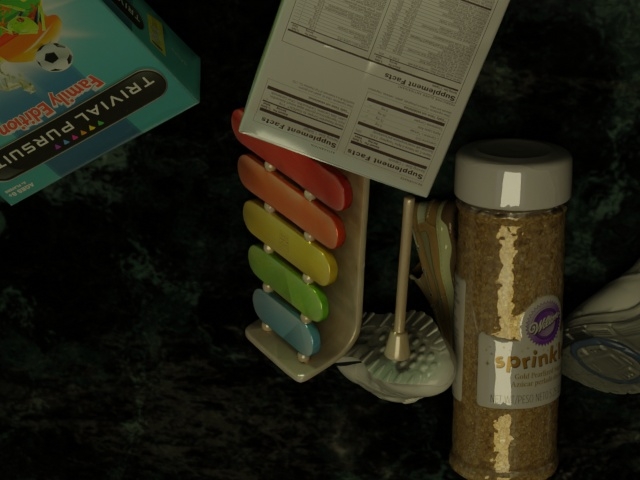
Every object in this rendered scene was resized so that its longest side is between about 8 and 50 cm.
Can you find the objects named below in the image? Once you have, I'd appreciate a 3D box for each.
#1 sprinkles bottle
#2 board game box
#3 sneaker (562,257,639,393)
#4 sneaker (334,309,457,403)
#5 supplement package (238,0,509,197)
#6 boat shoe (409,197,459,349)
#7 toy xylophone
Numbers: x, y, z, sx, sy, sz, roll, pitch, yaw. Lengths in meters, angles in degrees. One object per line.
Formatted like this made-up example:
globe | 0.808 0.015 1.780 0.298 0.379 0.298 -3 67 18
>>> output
sprinkles bottle | 0.197 0.075 2.034 0.121 0.121 0.355 2 108 7
board game box | -0.321 -0.208 1.954 0.254 0.079 0.336 -27 130 22
sneaker | 0.356 0.068 2.062 0.111 0.129 0.297 41 136 -18
sneaker | 0.092 0.135 2.093 0.090 0.235 0.095 -47 112 -13
supplement package | 0.064 -0.223 1.872 0.198 0.199 0.262 19 122 -3
boat shoe | 0.132 0.039 2.107 0.072 0.068 0.190 3 116 26
toy xylophone | 0.000 0.000 2.026 0.081 0.236 0.322 -19 119 -30
